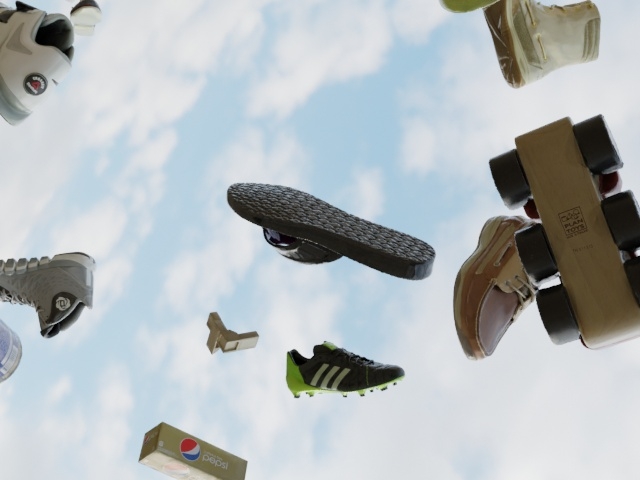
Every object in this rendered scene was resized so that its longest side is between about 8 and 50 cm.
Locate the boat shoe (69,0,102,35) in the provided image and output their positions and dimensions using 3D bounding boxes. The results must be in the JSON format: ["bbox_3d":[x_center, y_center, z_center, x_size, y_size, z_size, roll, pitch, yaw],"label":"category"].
[{"bbox_3d":[-0.364,-0.355,1.655,0.137,0.049,0.043,163,-69,-75],"label":"boat shoe"}]

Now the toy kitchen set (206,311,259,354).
[{"bbox_3d":[-0.179,0.190,2.102,0.083,0.075,0.068,54,-43,36],"label":"toy kitchen set"}]

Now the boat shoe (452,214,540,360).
[{"bbox_3d":[0.309,0.066,1.775,0.116,0.123,0.324,-7,-141,33],"label":"boat shoe"}]

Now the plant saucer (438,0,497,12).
[{"bbox_3d":[0.244,-0.412,1.442,0.241,0.037,0.241,-34,-146,26],"label":"plant saucer"}]

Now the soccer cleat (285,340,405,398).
[{"bbox_3d":[0.027,0.170,1.414,0.179,0.060,0.072,-8,-88,31],"label":"soccer cleat"}]

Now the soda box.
[{"bbox_3d":[-0.215,0.378,1.819,0.061,0.181,0.058,-38,-147,39],"label":"soda box"}]

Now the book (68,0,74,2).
[{"bbox_3d":[-0.392,-0.385,1.425,0.035,0.144,0.096,-32,-122,31],"label":"book"}]

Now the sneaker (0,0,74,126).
[{"bbox_3d":[-0.438,-0.297,1.613,0.146,0.122,0.330,-36,-140,3],"label":"sneaker"}]

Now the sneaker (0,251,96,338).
[{"bbox_3d":[-0.476,0.098,1.729,0.229,0.086,0.132,-10,-109,6],"label":"sneaker"}]

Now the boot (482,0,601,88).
[{"bbox_3d":[0.422,-0.441,2.027,0.095,0.204,0.261,-164,-124,-71],"label":"boot"}]

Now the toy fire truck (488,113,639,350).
[{"bbox_3d":[0.300,-0.003,1.085,0.159,0.246,0.217,-22,-107,19],"label":"toy fire truck"}]

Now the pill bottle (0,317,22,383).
[{"bbox_3d":[-0.604,0.163,1.819,0.123,0.219,0.122,-3,-117,6],"label":"pill bottle"}]

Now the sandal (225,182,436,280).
[{"bbox_3d":[0.000,0.001,2.034,0.446,0.167,0.107,23,-65,22],"label":"sandal"}]
